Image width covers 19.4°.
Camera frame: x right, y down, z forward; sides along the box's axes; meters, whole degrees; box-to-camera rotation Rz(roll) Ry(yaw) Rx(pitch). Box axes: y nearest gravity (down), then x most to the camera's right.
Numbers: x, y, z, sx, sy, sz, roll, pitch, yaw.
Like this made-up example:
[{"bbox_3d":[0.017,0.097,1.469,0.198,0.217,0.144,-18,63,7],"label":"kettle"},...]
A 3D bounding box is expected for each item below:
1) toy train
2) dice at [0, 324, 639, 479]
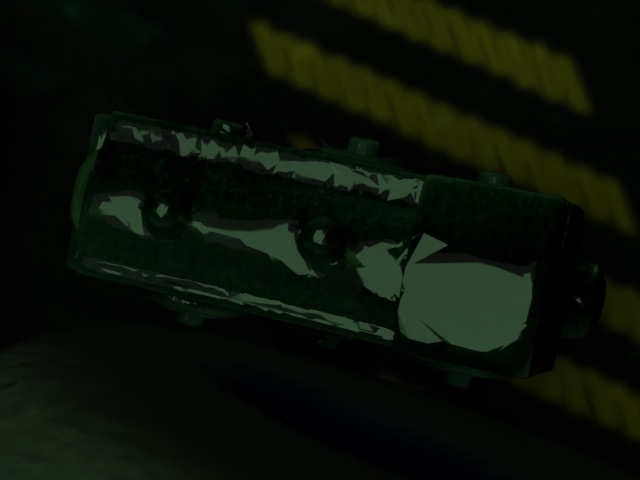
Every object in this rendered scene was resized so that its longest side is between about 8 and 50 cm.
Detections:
[{"bbox_3d":[0.000,0.000,0.568,0.170,0.111,0.071,12,89,14],"label":"toy train"},{"bbox_3d":[0.026,0.195,0.462,0.304,0.304,0.277,21,96,14],"label":"dice"}]
